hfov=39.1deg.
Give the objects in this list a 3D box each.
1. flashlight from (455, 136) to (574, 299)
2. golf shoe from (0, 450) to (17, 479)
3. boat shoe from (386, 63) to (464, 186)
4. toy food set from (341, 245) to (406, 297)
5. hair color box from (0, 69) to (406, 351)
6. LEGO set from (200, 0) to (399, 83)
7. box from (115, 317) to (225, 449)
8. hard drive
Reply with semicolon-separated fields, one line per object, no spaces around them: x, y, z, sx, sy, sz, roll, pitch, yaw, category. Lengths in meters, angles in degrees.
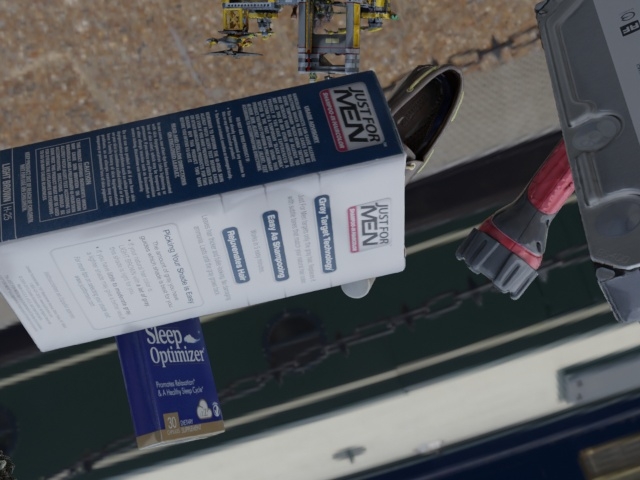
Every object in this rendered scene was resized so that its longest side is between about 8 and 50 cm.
0.301;-0.072;1.155;0.103;0.103;0.304;33;95;-43;flashlight
-0.329;0.240;0.683;0.105;0.273;0.120;30;106;-3;golf shoe
0.115;-0.145;1.407;0.117;0.324;0.097;39;165;-14;boat shoe
0.000;0.000;1.203;0.232;0.104;0.111;15;108;9;toy food set
-0.104;-0.021;0.793;0.348;0.105;0.173;-12;146;-4;hair color box
-0.031;-0.365;1.598;0.332;0.192;0.255;3;-168;9;LEGO set
-0.179;0.115;1.017;0.037;0.225;0.136;-21;166;20;box
0.275;-0.110;0.593;0.237;0.338;0.064;-21;127;23;hard drive
